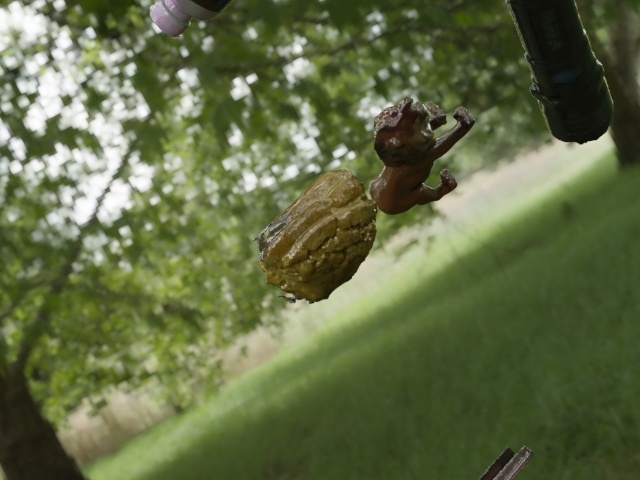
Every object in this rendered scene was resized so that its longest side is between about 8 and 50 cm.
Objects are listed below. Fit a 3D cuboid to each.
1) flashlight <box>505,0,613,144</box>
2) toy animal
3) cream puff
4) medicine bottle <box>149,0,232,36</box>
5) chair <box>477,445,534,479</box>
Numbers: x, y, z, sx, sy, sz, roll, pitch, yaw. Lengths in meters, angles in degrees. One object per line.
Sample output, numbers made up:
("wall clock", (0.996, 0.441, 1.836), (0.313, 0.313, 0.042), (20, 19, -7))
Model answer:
("flashlight", (0.307, -0.265, 1.735), (0.103, 0.103, 0.424), (-29, -33, 6))
("toy animal", (0.126, -0.118, 1.950), (0.158, 0.097, 0.312), (-24, -26, -22))
("cream puff", (0.000, 0.000, 1.742), (0.189, 0.129, 0.189), (-45, -1, -1))
("medicine bottle", (-0.171, -0.406, 2.042), (0.219, 0.078, 0.115), (-42, -29, 22))
("chair", (0.259, 0.500, 2.070), (0.326, 0.183, 0.175), (-44, -4, -10))
